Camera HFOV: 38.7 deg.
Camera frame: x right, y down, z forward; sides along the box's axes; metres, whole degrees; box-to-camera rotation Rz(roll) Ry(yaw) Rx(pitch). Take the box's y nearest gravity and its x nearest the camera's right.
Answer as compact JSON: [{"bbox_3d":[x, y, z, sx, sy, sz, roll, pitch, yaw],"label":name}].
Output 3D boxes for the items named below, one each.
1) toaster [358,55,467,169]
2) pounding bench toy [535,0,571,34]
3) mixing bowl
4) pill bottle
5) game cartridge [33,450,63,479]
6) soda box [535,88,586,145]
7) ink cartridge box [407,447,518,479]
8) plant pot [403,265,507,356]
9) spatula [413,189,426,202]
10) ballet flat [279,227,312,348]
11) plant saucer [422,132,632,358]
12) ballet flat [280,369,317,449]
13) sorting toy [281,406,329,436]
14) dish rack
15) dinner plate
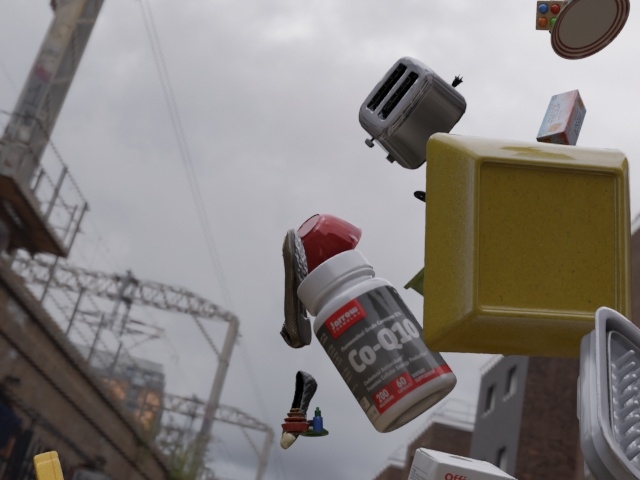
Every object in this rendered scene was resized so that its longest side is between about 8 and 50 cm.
[{"bbox_3d":[0.184,-0.261,1.808,0.146,0.227,0.129,30,13,-46],"label":"toaster"},{"bbox_3d":[0.417,-0.385,1.620,0.052,0.083,0.065,13,22,38],"label":"pounding bench toy"},{"bbox_3d":[0.000,0.000,2.165,0.098,0.181,0.181,46,-35,-17],"label":"mixing bowl"},{"bbox_3d":[0.088,0.166,1.542,0.161,0.283,0.161,-30,-21,-13],"label":"pill bottle"},{"bbox_3d":[-0.409,0.539,1.481,0.053,0.285,0.323,-10,-43,-22],"label":"game cartridge"},{"bbox_3d":[0.495,-0.238,1.870,0.063,0.183,0.058,-12,-60,34],"label":"soda box"},{"bbox_3d":[0.268,0.588,1.880,0.197,0.272,0.114,17,-4,-20],"label":"ink cartridge box"},{"bbox_3d":[0.354,0.088,1.857,0.254,0.276,0.276,45,-25,6],"label":"plant pot"},{"bbox_3d":[0.348,-0.064,2.082,0.297,0.030,0.084,16,-30,-14],"label":"spatula"},{"bbox_3d":[-0.058,0.095,1.832,0.058,0.249,0.084,-11,-19,19],"label":"ballet flat"},{"bbox_3d":[0.325,0.004,1.350,0.333,0.332,0.081,4,-9,-11],"label":"plant saucer"},{"bbox_3d":[-0.051,0.334,1.792,0.049,0.173,0.057,37,-45,-18],"label":"ballet flat"},{"bbox_3d":[-0.022,0.306,1.547,0.061,0.042,0.102,-14,-24,32],"label":"sorting toy"},{"bbox_3d":[0.396,0.246,0.977,0.333,0.285,0.072,40,-59,-7],"label":"dish rack"},{"bbox_3d":[0.434,-0.354,1.477,0.141,0.017,0.141,-13,-42,-12],"label":"dinner plate"}]
